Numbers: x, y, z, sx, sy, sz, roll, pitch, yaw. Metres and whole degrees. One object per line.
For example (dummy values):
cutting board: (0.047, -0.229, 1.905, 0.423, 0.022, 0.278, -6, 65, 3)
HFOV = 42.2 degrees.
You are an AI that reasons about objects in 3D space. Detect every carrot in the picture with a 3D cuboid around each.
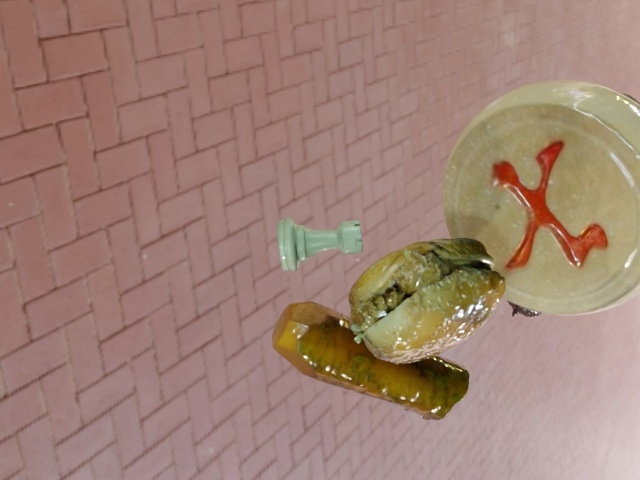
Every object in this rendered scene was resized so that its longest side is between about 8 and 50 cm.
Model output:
carrot: (0.074, 0.188, 1.284, 0.114, 0.301, 0.114, -157, -90, -82)

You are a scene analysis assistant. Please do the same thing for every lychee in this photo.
lychee: (0.349, 0.098, 1.395, 0.083, 0.067, 0.068, -55, 168, -19)

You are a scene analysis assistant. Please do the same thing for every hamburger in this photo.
hamburger: (0.146, 0.081, 1.076, 0.215, 0.189, 0.122, 3, 55, -46)

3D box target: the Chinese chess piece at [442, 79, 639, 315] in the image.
Chinese chess piece: (0.340, -0.060, 1.177, 0.140, 0.338, 0.338, -32, 123, -49)

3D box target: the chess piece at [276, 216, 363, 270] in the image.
chess piece: (0.000, 0.000, 1.024, 0.067, 0.103, 0.067, -7, 90, -88)
